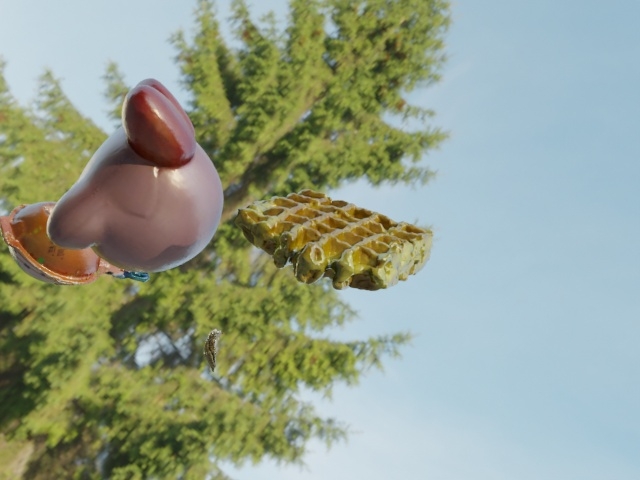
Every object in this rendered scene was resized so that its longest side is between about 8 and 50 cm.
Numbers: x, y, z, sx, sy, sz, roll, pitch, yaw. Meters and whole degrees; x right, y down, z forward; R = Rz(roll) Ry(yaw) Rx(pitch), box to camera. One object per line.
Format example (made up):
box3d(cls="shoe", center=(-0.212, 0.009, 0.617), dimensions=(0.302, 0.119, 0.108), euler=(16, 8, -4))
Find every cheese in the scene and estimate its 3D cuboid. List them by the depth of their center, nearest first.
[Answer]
box3d(cls="cheese", center=(-0.478, 0.016, 1.831), dimensions=(0.129, 0.329, 0.217), euler=(-46, -127, 22))

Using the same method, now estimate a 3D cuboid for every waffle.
box3d(cls="waffle", center=(0.000, -0.001, 1.135), dimensions=(0.229, 0.219, 0.057), euler=(19, -71, 19))

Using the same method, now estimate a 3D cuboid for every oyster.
box3d(cls="oyster", center=(-0.236, 0.240, 2.036), dimensions=(0.034, 0.093, 0.051), euler=(5, -9, 10))

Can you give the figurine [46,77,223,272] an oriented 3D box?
box3d(cls="figurine", center=(-0.238, -0.073, 1.346), dimensions=(0.211, 0.261, 0.269), euler=(33, 5, -13))
